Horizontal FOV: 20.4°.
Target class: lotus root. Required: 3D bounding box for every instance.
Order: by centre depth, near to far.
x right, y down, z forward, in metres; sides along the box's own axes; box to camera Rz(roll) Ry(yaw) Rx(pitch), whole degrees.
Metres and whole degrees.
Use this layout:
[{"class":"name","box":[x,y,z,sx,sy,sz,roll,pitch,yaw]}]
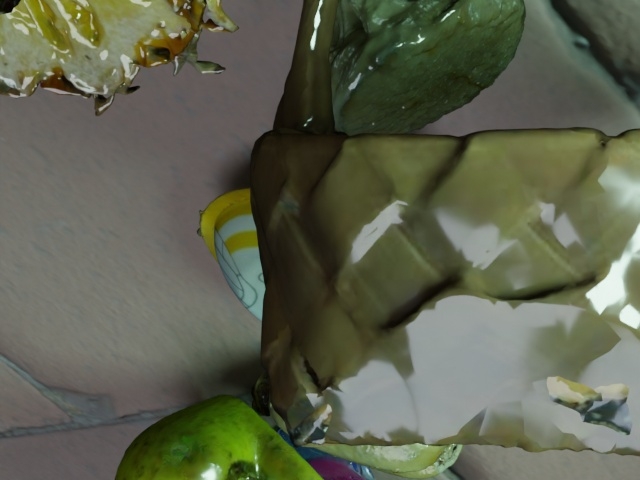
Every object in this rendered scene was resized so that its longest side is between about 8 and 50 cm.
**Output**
[{"class":"lotus root","box":[0.025,0.130,1.369,0.183,0.077,0.090,15,172,33]}]

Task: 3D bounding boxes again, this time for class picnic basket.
[{"class":"picnic basket","box":[0.118,-0.068,0.814,0.293,0.337,0.337,1,143,17]}]

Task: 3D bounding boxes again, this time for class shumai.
[{"class":"shumai","box":[0.046,-0.119,0.982,0.087,0.124,0.099,59,175,27]}]

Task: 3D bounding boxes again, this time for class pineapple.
[{"class":"pineapple","box":[-0.140,-0.172,1.021,0.236,0.114,0.186,-13,133,33]}]

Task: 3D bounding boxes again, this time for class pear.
[{"class":"pear","box":[-0.069,0.248,1.446,0.292,0.159,0.292,46,164,18]}]

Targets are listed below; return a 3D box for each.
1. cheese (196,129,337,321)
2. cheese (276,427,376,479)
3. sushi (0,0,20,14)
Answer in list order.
[{"class":"cheese","box":[0.000,0.000,1.197,0.177,0.069,0.270,22,149,6]},{"class":"cheese","box":[0.048,0.250,1.561,0.155,0.062,0.244,-12,120,47]},{"class":"sushi","box":[-0.251,-0.250,0.857,0.348,0.234,0.207,30,108,20]}]
